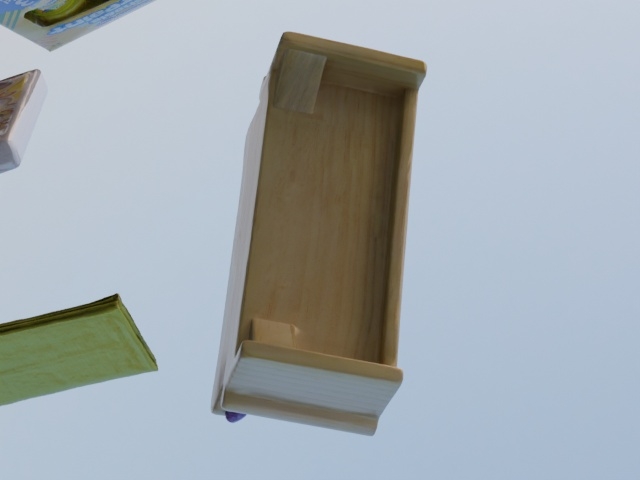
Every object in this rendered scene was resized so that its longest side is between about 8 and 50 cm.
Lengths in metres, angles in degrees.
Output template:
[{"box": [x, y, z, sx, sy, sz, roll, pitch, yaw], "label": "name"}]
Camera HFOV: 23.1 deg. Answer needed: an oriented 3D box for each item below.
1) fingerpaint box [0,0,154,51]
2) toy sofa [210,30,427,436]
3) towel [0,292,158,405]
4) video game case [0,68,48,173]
[{"box": [-0.269, -0.447, 2.144, 0.445, 0.163, 0.371, -25, 173, 7], "label": "fingerpaint box"}, {"box": [0.000, 0.000, 1.487, 0.177, 0.150, 0.362, 115, -17, -59], "label": "toy sofa"}, {"box": [-0.256, 0.098, 1.241, 0.237, 0.102, 0.021, -13, -126, 7], "label": "towel"}, {"box": [-0.310, -0.062, 1.153, 0.206, 0.026, 0.227, -19, -161, 2], "label": "video game case"}]
